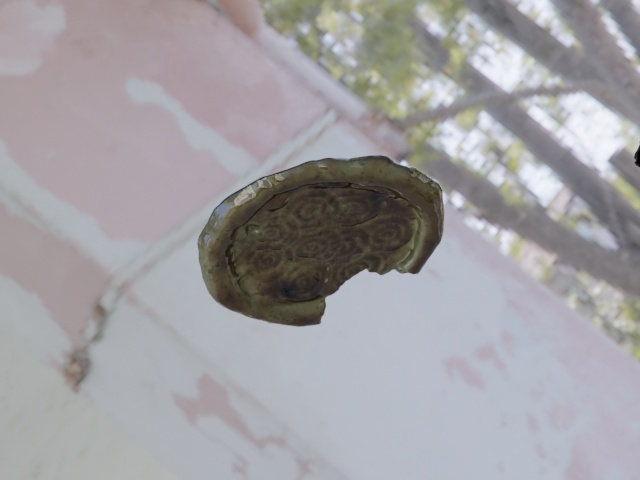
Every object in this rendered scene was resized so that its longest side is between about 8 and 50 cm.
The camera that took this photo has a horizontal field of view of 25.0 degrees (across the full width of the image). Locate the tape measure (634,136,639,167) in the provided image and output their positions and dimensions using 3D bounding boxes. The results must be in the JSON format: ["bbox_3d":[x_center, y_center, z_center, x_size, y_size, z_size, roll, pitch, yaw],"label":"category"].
[{"bbox_3d":[0.438,-0.154,1.659,0.186,0.112,0.199,-132,45,-74],"label":"tape measure"}]

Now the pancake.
[{"bbox_3d":[0.000,0.000,1.305,0.235,0.029,0.212,-31,-43,18],"label":"pancake"}]
